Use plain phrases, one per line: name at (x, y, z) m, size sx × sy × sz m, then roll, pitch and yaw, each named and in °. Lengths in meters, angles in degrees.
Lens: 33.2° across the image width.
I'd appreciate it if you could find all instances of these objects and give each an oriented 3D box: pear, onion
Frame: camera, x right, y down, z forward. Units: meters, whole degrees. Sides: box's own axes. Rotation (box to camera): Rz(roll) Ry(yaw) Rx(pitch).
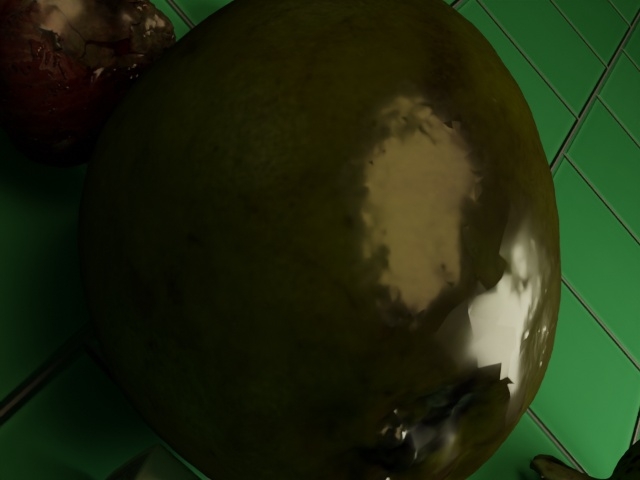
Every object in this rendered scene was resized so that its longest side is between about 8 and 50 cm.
pear at (0.000, 0.000, 0.735) m, size 0.352 × 0.352 × 0.413 m, roll 35°, pitch 27°, yaw -22°
onion at (-0.179, -0.146, 0.791) m, size 0.147 × 0.184 × 0.184 m, roll -6°, pitch 54°, yaw -1°

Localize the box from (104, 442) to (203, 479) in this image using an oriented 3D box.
box at (-0.057, 0.272, 0.657) m, size 0.256 × 0.069 × 0.164 m, roll 44°, pitch 36°, yaw -12°

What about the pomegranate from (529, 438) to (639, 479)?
pomegranate at (0.316, 0.268, 0.995) m, size 0.263 × 0.211 × 0.211 m, roll 14°, pitch 30°, yaw 24°
